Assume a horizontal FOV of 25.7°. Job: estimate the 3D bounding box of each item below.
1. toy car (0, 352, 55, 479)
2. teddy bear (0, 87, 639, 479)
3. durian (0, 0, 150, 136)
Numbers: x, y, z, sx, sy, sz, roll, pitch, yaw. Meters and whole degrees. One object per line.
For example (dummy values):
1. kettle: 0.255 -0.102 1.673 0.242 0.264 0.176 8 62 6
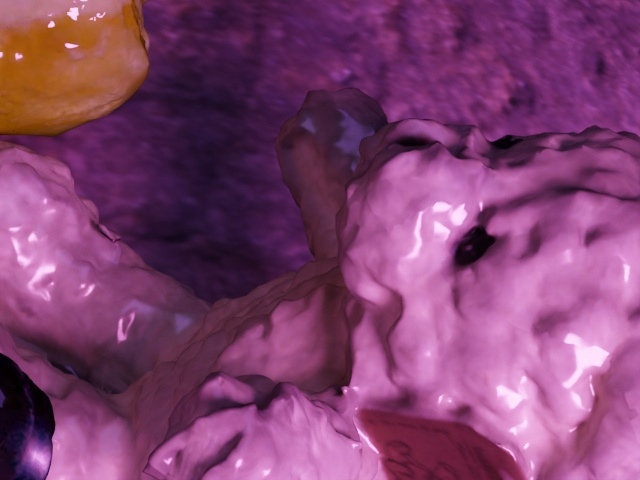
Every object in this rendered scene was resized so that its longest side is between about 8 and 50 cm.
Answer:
1. toy car: -0.235 0.084 0.503 0.190 0.255 0.188 18 -14 36
2. teddy bear: 0.000 0.000 0.638 0.375 0.362 0.327 35 38 -4
3. durian: -0.237 -0.168 0.729 0.339 0.256 0.204 58 42 -46
